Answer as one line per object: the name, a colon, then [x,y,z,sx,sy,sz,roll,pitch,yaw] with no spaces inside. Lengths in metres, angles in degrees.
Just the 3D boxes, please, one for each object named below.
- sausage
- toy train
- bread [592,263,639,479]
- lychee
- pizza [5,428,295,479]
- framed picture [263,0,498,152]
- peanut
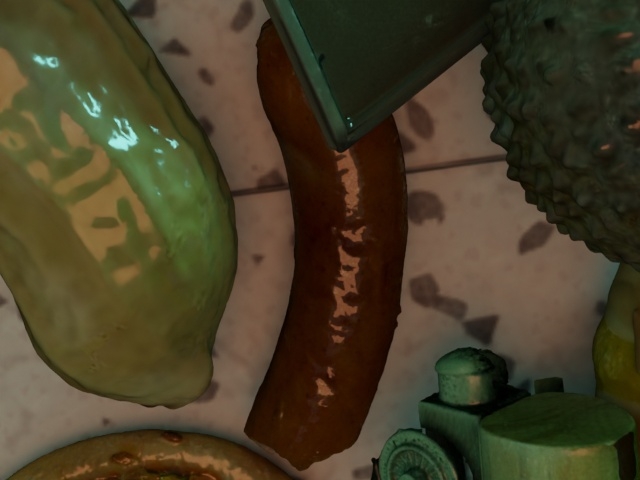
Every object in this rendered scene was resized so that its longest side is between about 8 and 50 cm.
sausage: [0.005,-0.001,1.207,0.103,0.076,0.302,2,104,-1]
toy train: [0.143,0.217,1.205,0.189,0.126,0.307,5,109,34]
bread: [0.346,0.099,1.190,0.333,0.160,0.333,0,106,0]
lychee: [0.225,-0.095,1.092,0.255,0.274,0.255,10,72,-32]
pizza: [-0.121,0.188,1.264,0.246,0.058,0.127,7,105,1]
framed picture: [0.037,-0.220,1.080,0.213,0.016,0.289,-39,129,-16]
peanut: [-0.156,-0.041,1.156,0.174,0.158,0.340,-34,102,4]
